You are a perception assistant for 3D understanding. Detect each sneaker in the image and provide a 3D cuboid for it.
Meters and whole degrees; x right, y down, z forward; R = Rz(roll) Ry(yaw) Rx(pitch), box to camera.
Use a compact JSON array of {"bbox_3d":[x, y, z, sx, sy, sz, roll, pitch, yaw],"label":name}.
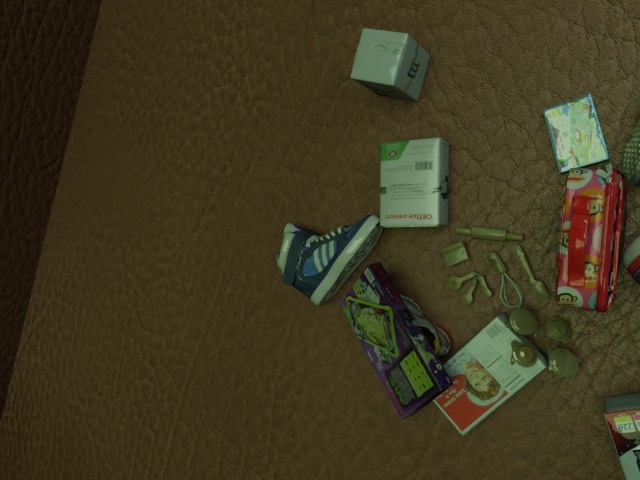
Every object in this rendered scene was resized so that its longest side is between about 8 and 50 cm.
[{"bbox_3d":[0.000,0.000,1.456,0.236,0.130,0.322,44,115,18],"label":"sneaker"},{"bbox_3d":[0.232,0.213,1.344,0.225,0.093,0.088,34,107,27],"label":"sneaker"},{"bbox_3d":[0.711,-0.228,1.033,0.146,0.102,0.293,22,76,17],"label":"sneaker"}]

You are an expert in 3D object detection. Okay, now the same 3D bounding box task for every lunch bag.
[{"bbox_3d":[0.546,-0.004,1.072,0.120,0.258,0.292,5,93,33],"label":"lunch bag"}]

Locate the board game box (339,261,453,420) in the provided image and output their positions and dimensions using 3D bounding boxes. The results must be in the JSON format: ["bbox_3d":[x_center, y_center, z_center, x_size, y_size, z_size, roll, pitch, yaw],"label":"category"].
[{"bbox_3d":[0.176,0.251,1.320,0.346,0.056,0.208,61,142,25],"label":"board game box"}]

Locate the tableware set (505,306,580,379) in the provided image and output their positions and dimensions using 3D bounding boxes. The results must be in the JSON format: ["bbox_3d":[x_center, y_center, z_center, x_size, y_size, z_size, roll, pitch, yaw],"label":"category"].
[{"bbox_3d":[0.492,0.226,1.166,0.169,0.020,0.141,13,62,2],"label":"tableware set"}]

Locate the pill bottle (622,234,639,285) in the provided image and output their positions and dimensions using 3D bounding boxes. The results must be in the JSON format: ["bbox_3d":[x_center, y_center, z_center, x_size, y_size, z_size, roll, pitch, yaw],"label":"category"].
[{"bbox_3d":[0.739,0.106,0.972,0.181,0.182,0.322,-42,57,23],"label":"pill bottle"}]

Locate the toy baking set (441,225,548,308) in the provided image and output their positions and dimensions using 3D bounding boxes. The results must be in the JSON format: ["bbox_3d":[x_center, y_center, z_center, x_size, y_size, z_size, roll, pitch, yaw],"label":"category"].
[{"bbox_3d":[0.421,0.065,1.278,0.256,0.030,0.196,3,94,30],"label":"toy baking set"}]

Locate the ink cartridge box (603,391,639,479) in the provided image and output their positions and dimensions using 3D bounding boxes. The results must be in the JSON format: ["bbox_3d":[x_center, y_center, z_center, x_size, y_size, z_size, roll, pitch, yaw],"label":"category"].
[{"bbox_3d":[0.760,0.429,1.019,0.310,0.130,0.271,-20,80,28],"label":"ink cartridge box"}]

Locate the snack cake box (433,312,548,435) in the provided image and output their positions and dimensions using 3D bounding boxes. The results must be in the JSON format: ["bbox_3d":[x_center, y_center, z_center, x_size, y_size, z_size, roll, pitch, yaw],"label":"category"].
[{"bbox_3d":[0.390,0.317,1.255,0.152,0.089,0.264,49,112,19],"label":"snack cake box"}]

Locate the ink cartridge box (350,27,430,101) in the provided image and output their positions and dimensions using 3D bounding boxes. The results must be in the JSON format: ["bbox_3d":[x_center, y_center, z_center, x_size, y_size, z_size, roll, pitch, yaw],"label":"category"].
[{"bbox_3d":[0.179,-0.442,1.334,0.128,0.176,0.127,19,99,29],"label":"ink cartridge box"}]

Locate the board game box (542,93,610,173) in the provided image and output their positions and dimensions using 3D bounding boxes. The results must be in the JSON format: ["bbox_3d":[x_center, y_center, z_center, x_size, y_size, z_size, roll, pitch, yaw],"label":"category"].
[{"bbox_3d":[0.578,-0.240,1.190,0.104,0.026,0.154,-16,82,29],"label":"board game box"}]

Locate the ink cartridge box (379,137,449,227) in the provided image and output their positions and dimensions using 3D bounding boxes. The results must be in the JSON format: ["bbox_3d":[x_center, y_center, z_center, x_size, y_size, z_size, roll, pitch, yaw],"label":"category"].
[{"bbox_3d":[0.240,-0.142,1.343,0.160,0.093,0.219,1,90,30],"label":"ink cartridge box"}]
